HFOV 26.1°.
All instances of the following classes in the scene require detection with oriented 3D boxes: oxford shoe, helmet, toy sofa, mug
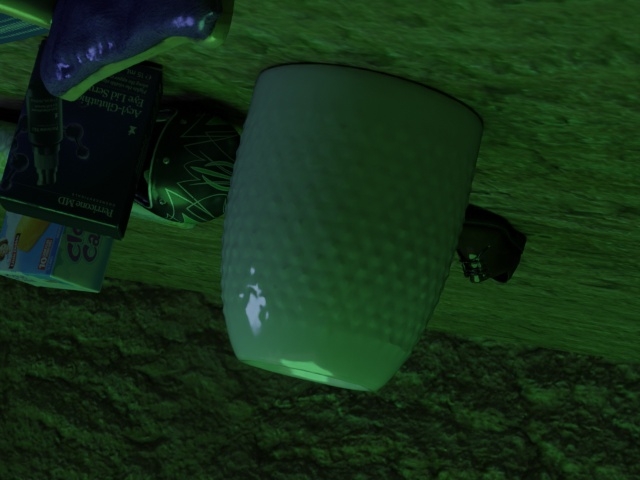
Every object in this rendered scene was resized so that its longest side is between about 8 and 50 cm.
[{"bbox_3d":[0.245,0.014,2.104,0.082,0.096,0.227,8,168,38],"label":"oxford shoe"},{"bbox_3d":[-0.175,-0.099,1.816,0.161,0.169,0.169,17,176,46],"label":"helmet"},{"bbox_3d":[-0.183,-0.227,1.032,0.150,0.177,0.362,17,170,-27],"label":"toy sofa"},{"bbox_3d":[0.000,0.000,1.639,0.276,0.328,0.374,17,169,-24],"label":"mug"}]

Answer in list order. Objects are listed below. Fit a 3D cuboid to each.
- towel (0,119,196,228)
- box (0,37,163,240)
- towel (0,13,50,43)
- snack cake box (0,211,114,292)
[{"bbox_3d":[-0.402,-0.115,2.180,0.320,0.090,0.374,11,174,39],"label":"towel"},{"bbox_3d":[-0.289,-0.120,1.687,0.153,0.207,0.108,13,170,-3],"label":"box"},{"bbox_3d":[-0.436,-0.288,1.461,0.336,0.040,0.243,18,168,-39],"label":"towel"},{"bbox_3d":[-0.343,-0.069,1.883,0.152,0.264,0.089,3,166,44],"label":"snack cake box"}]
